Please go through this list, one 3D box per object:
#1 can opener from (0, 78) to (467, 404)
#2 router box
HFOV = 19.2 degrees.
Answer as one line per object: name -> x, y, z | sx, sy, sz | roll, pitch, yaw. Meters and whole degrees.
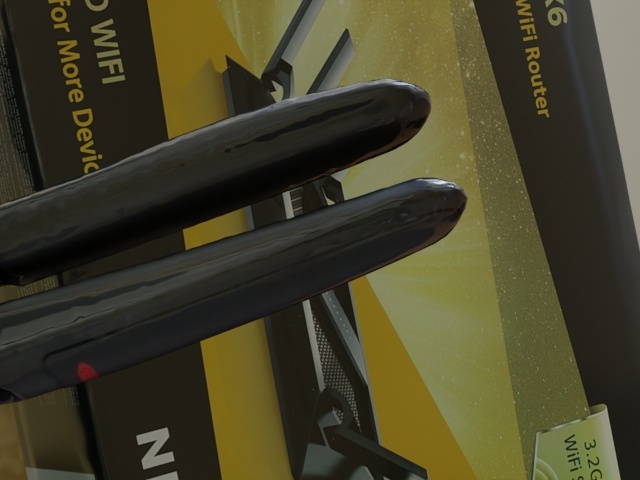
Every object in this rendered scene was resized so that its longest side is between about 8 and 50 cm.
can opener -> -0.059, 0.009, 0.413 | 0.186, 0.059, 0.073 | -12, -12, -2
router box -> 0.000, 0.000, 0.710 | 0.243, 0.308, 0.081 | -14, 3, -30
